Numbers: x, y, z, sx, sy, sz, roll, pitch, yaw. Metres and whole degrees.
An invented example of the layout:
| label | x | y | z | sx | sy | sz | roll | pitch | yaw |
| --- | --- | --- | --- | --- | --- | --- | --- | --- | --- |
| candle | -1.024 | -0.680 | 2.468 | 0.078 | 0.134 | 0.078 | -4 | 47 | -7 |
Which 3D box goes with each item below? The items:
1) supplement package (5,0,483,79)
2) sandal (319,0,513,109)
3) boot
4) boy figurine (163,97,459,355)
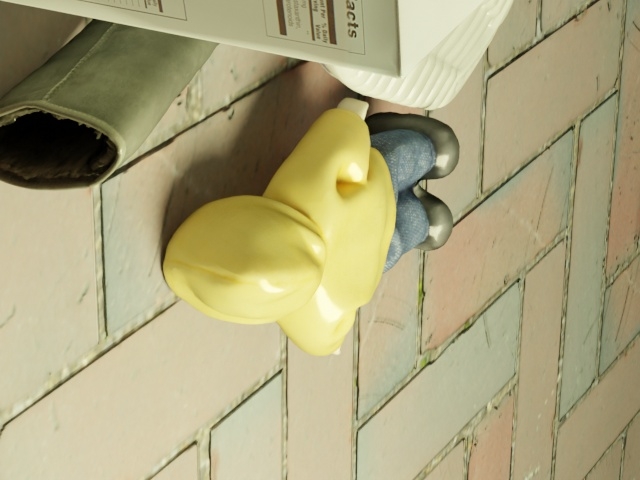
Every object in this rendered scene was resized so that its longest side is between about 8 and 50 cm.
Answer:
| label | x | y | z | sx | sy | sz | roll | pitch | yaw |
| --- | --- | --- | --- | --- | --- | --- | --- | --- | --- |
| supplement package | -0.038 | -0.223 | 0.923 | 0.199 | 0.262 | 0.198 | -45 | 140 | -47 |
| sandal | 0.040 | -0.177 | 1.312 | 0.169 | 0.102 | 0.416 | -58 | 165 | -4 |
| boot | -0.065 | -0.111 | 1.035 | 0.076 | 0.189 | 0.208 | 63 | 38 | -16 |
| boy figurine | 0.000 | 0.000 | 1.309 | 0.285 | 0.092 | 0.177 | -30 | 129 | -56 |
